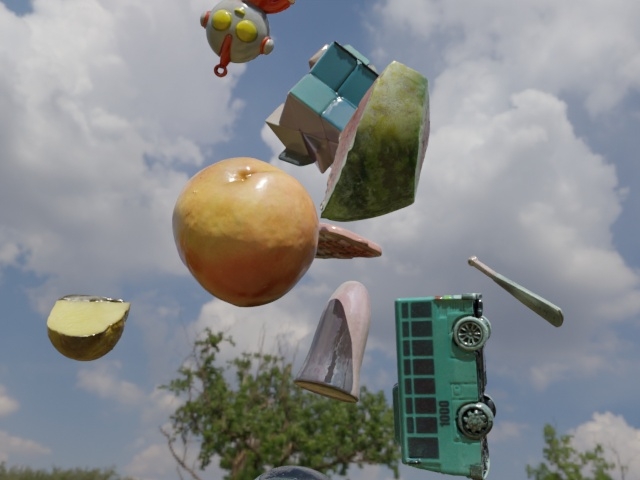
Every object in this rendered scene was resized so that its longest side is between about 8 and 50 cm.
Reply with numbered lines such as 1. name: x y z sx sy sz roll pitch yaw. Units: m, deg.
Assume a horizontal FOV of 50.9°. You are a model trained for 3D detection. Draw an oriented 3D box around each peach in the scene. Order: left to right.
1. peach: -0.090 -0.013 0.804 0.184 0.184 0.184 6 -29 3

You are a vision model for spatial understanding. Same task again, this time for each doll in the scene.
1. doll: -0.158 -0.512 1.453 0.199 0.337 0.105 26 6 -1

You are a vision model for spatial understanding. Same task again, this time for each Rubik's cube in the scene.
1. Rubik's cube: 0.077 -0.336 1.880 0.387 0.358 0.368 40 -24 3

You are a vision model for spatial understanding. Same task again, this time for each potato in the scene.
1. potato: -0.289 0.117 0.817 0.096 0.103 0.067 3 -71 1

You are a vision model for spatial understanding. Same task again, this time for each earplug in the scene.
1. earplug: 0.057 0.246 1.734 0.172 0.301 0.172 16 -21 6

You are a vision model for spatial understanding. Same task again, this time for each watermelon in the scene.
1. watermelon: 0.102 -0.186 1.304 0.193 0.310 0.231 10 10 14

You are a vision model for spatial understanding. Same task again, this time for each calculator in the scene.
1. calculator: 0.000 0.000 1.618 0.220 0.048 0.329 26 -16 -38

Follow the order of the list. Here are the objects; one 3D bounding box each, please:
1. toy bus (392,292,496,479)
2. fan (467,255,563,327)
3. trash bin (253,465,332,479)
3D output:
1. toy bus: 0.179 0.206 0.982 0.146 0.256 0.128 -3 -5 18
2. fan: 0.445 0.106 1.550 0.282 0.023 0.057 40 -28 41
3. trash bin: -0.084 0.853 1.872 0.280 0.433 0.280 8 -1 0
